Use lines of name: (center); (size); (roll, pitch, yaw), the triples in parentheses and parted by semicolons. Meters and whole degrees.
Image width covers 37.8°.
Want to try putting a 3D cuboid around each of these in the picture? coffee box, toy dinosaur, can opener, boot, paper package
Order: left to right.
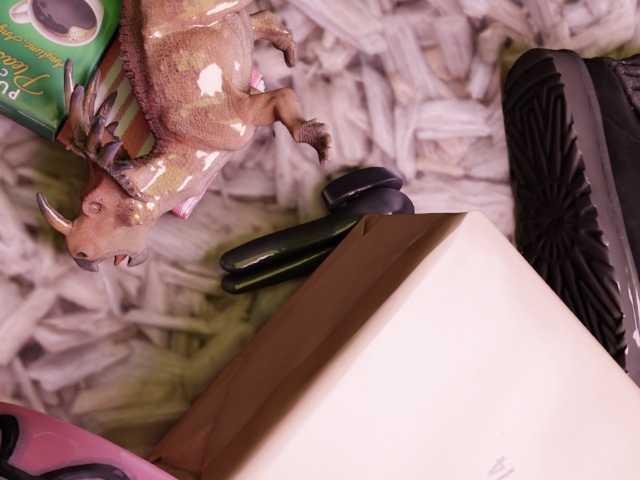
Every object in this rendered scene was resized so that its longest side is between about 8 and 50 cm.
coffee box: (-0.208, -0.180, 0.709); (0.113, 0.040, 0.184); (27, 73, -13)
toy dinosaur: (-0.106, -0.133, 0.696); (0.200, 0.127, 0.296); (1, 76, -13)
can opener: (0.000, 0.000, 0.788); (0.186, 0.073, 0.059); (-27, 131, -20)
paper package: (0.084, 0.184, 0.697); (0.325, 0.168, 0.309); (47, 75, -17)
boot: (0.325, -0.025, 0.870); (0.260, 0.131, 0.348); (-2, 82, -22)

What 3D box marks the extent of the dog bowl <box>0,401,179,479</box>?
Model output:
dog bowl: (-0.120, 0.252, 0.527); (0.408, 0.408, 0.150); (43, 57, -11)

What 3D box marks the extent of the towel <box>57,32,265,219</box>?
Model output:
towel: (-0.157, -0.125, 0.755); (0.197, 0.029, 0.144); (32, 71, -11)
